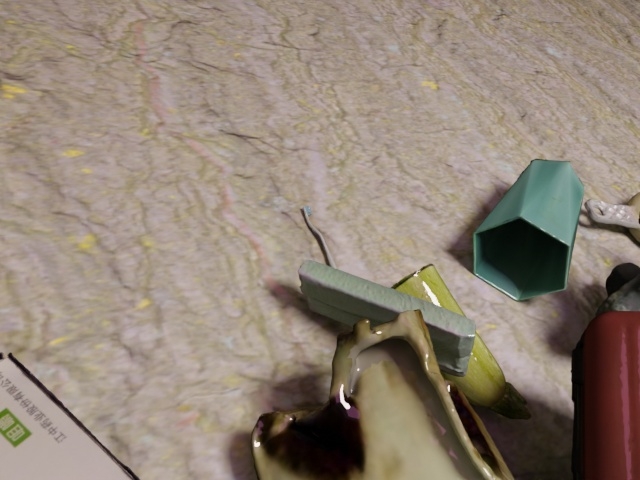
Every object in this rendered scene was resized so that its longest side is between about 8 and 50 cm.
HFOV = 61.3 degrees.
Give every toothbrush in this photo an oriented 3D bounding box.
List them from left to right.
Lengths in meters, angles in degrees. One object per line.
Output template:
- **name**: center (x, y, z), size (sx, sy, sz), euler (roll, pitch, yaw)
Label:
- **toothbrush**: center (0.000, 0.000, 0.776), size (0.013, 0.011, 0.131), euler (-20, 58, -7)

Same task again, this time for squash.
- **squash**: center (0.175, 0.135, 0.676), size (0.094, 0.094, 0.224), euler (-29, 70, -36)

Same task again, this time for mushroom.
- **mushroom**: center (0.069, 0.238, 0.532), size (0.218, 0.212, 0.291), euler (-31, 69, 10)

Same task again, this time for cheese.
- **cheese**: center (0.601, -0.050, 0.993), size (0.249, 0.070, 0.163), euler (23, 47, 1)

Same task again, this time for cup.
- **cup**: center (0.333, -0.033, 0.850), size (0.148, 0.134, 0.235), euler (34, 44, 6)

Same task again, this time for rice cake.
- **rice cake**: center (0.073, 0.089, 0.642), size (0.222, 0.080, 0.042), euler (20, 50, 24)

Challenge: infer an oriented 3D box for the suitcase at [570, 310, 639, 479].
- **suitcase**: center (0.356, 0.219, 0.489), size (0.237, 0.161, 0.296), euler (0, 60, 26)

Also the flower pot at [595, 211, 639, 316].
- **flower pot**: center (0.513, 0.089, 0.697), size (0.299, 0.299, 0.282), euler (-9, 51, -26)

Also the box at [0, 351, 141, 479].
- **box**: center (-0.200, 0.258, 0.393), size (0.333, 0.145, 0.173), euler (38, 47, 12)
